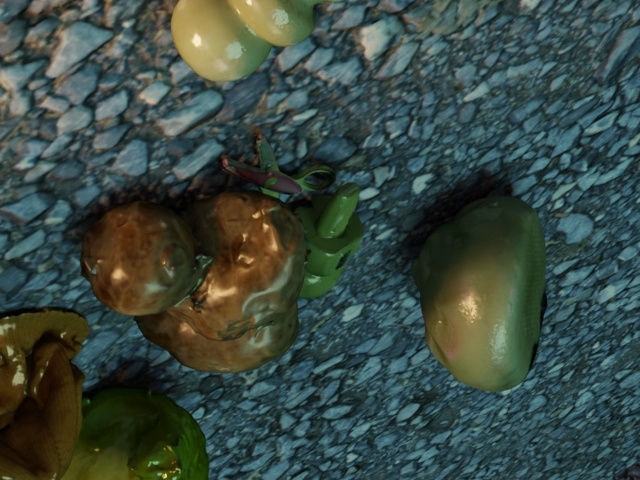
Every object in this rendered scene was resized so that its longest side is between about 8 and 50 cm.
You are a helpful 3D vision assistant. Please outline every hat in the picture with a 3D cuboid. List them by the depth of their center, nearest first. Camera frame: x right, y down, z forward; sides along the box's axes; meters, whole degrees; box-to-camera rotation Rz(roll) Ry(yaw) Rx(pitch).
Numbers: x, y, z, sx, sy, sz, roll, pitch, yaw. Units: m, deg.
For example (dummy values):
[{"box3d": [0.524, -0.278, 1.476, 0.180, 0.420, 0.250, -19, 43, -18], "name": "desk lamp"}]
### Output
[{"box3d": [-0.347, 0.243, 1.875, 0.244, 0.233, 0.233, -15, 149, -28], "name": "hat"}]

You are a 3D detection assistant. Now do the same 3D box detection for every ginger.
[{"box3d": [-0.123, 0.057, 1.887, 0.256, 0.176, 0.375, -15, 155, 5], "name": "ginger"}]

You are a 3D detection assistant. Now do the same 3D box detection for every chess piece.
[{"box3d": [-0.034, -0.249, 1.515, 0.251, 0.144, 0.144, -33, 153, 15], "name": "chess piece"}]

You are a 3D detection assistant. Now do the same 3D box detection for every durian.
[{"box3d": [-0.268, 0.321, 2.150, 0.256, 0.204, 0.340, -19, 162, 5], "name": "durian"}]

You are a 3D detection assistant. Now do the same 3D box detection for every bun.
[{"box3d": [0.213, 0.072, 2.200, 0.179, 0.283, 0.283, 3, 159, 18], "name": "bun"}]

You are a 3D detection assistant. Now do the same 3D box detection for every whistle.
[{"box3d": [0.000, 0.000, 1.990, 0.105, 0.085, 0.227, -33, 161, -34], "name": "whistle"}]

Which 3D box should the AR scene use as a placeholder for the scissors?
[{"box3d": [-0.061, -0.074, 1.881, 0.133, 0.020, 0.187, -31, 154, 6], "name": "scissors"}]
